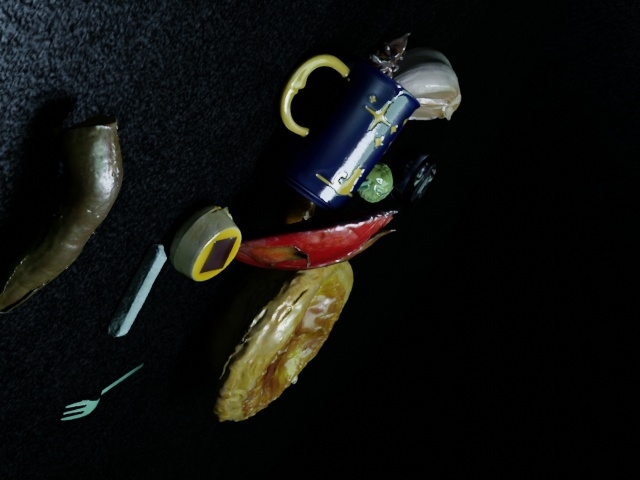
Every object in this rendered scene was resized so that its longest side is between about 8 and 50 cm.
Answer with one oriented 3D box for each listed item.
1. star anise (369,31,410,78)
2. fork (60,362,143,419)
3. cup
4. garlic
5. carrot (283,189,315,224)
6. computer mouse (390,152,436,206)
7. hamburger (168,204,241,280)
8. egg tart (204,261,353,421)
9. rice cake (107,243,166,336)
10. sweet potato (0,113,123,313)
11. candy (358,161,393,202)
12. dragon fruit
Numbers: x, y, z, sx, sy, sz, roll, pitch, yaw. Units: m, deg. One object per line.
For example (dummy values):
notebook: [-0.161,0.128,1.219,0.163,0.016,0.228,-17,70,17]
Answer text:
star anise: [0.133,-0.351,2.060,0.124,0.056,0.129,-35,154,-29]
fork: [-0.369,0.261,1.790,0.039,0.021,0.235,-60,166,25]
cup: [0.005,-0.211,1.834,0.256,0.255,0.178,-55,-156,1]
garlic: [0.214,-0.348,2.217,0.229,0.178,0.143,145,-51,-80]
carrot: [-0.019,-0.120,2.071,0.061,0.061,0.257,-32,147,-60]
computer mouse: [0.247,-0.170,2.798,0.137,0.096,0.233,-50,169,-9]
hamburger: [-0.191,0.001,1.695,0.141,0.081,0.126,-28,149,-39]
egg tart: [-0.112,0.187,2.185,0.443,0.178,0.443,-50,165,-19]
rice cake: [-0.291,0.080,1.633,0.171,0.029,0.033,-61,159,13]
sweet potato: [-0.318,-0.031,1.211,0.112,0.085,0.286,22,116,-42]
candy: [0.073,-0.124,2.372,0.093,0.092,0.335,-22,176,31]
dragon fruit: [0.000,0.000,1.885,0.282,0.100,0.343,-11,-179,43]
